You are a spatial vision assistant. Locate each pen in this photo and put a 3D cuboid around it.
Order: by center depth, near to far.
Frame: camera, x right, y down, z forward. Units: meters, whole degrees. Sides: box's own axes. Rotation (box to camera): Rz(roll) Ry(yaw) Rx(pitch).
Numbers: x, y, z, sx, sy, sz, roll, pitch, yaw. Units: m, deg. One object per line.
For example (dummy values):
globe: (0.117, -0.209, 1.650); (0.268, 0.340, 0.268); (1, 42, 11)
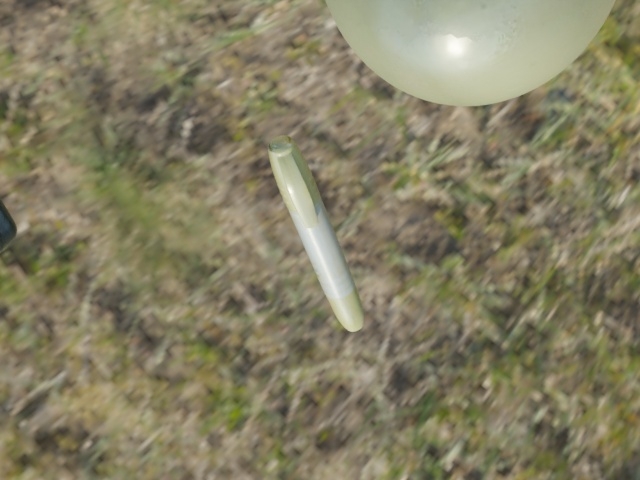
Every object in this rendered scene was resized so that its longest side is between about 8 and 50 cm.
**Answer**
pen: (0.000, 0.000, 1.690); (0.032, 0.040, 0.233); (-22, 130, 2)

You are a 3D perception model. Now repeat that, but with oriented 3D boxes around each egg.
egg: (0.087, -0.177, 1.123); (0.186, 0.242, 0.186); (6, 133, 7)

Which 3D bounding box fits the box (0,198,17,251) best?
box: (-0.356, -0.066, 1.679); (0.230, 0.050, 0.160); (16, 139, 55)
